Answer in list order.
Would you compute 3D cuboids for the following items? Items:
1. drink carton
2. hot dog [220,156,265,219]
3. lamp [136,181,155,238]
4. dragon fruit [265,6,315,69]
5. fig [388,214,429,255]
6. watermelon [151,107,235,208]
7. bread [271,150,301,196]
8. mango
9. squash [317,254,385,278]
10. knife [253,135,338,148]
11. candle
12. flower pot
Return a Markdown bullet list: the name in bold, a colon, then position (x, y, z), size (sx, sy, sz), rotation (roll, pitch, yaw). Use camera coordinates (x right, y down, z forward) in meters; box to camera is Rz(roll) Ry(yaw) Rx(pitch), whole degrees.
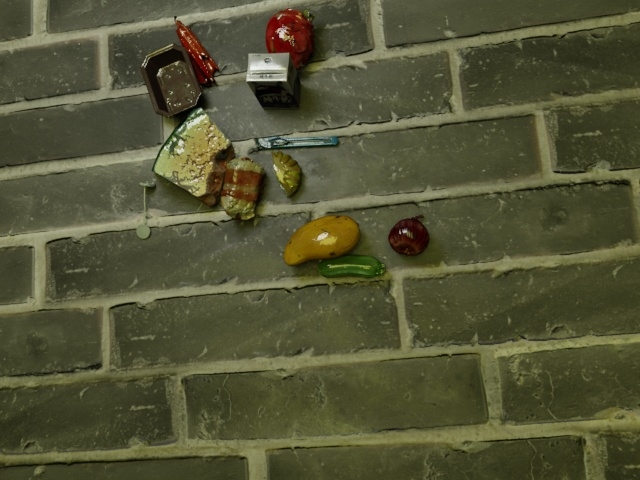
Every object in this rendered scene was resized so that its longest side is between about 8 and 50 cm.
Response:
- **drink carton**: position (-0.148, -0.518, 1.589), size (0.134, 0.222, 0.102), rotation (4, 83, 8)
- **hot dog**: position (-0.262, -0.171, 1.615), size (0.146, 0.103, 0.213), rotation (19, 86, -32)
- **lamp**: position (-0.607, -0.106, 1.695), size (0.050, 0.056, 0.199), rotation (4, 94, 7)
- **dragon fruit**: position (-0.102, -0.678, 1.633), size (0.172, 0.172, 0.210), rotation (12, 82, 9)
- **fig**: position (0.285, -0.021, 1.515), size (0.128, 0.128, 0.150), rotation (40, 91, 11)
- **watermelon**: position (-0.425, -0.293, 1.631), size (0.301, 0.151, 0.264), rotation (35, 87, 11)
- **bread**: position (-0.109, -0.225, 1.623), size (0.094, 0.083, 0.157), rotation (-5, 80, -6)
- **mango**: position (0.000, -0.004, 1.542), size (0.261, 0.109, 0.157), rotation (-19, 48, 1)
- **squash**: position (0.098, 0.083, 1.553), size (0.218, 0.068, 0.078), rotation (2, 62, 8)
- **knife**: position (-0.086, -0.337, 1.657), size (0.296, 0.026, 0.044), rotation (-2, 70, 8)
- **candle**: position (-0.453, -0.678, 1.735), size (0.084, 0.059, 0.302), rotation (-30, 80, -12)
- **flower pot**: position (-0.512, -0.548, 1.713), size (0.178, 0.084, 0.251), rotation (-22, 81, 3)
